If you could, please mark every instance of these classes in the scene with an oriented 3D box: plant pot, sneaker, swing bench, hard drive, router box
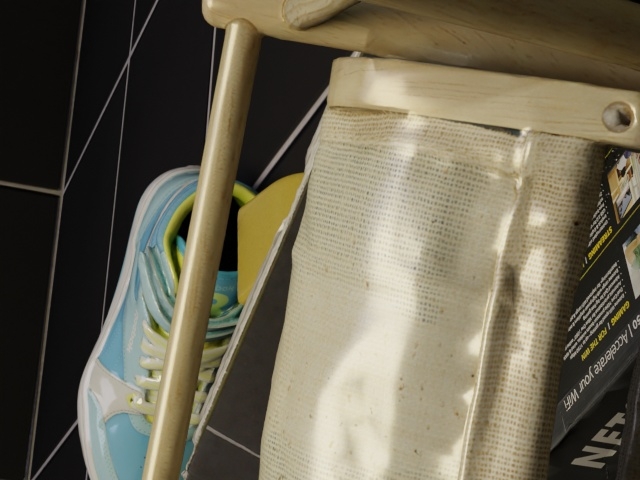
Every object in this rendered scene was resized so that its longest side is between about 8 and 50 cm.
[{"bbox_3d":[0.000,0.000,1.052,0.083,0.082,0.081,-44,37,44],"label":"plant pot"},{"bbox_3d":[-0.118,0.089,1.300,0.208,0.127,0.319,177,101,-74],"label":"sneaker"},{"bbox_3d":[0.073,0.056,0.488,0.165,0.255,0.253,-162,83,-80],"label":"swing bench"},{"bbox_3d":[0.038,-0.031,0.790,0.237,0.064,0.339,-56,-8,-51],"label":"hard drive"},{"bbox_3d":[0.128,0.012,0.671,0.179,0.046,0.133,119,154,-48],"label":"router box"}]
